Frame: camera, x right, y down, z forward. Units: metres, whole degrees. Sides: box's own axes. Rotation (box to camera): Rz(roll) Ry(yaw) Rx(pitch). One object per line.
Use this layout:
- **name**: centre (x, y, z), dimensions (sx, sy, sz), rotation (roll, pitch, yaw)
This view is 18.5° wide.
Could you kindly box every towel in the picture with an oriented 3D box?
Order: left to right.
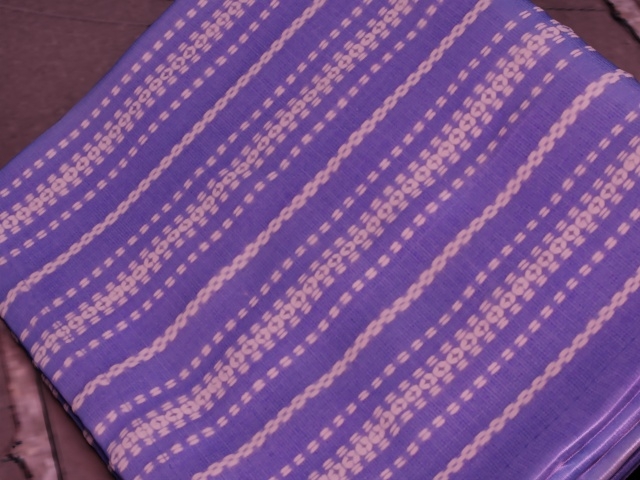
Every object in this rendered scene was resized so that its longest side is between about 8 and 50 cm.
- **towel**: centre (0.000, 0.000, 0.732), dimensions (0.243, 0.040, 0.336), rotation (-45, 46, 1)

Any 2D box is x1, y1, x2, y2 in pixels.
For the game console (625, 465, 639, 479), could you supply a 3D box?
- **game console**: centre (0.117, 0.050, 0.729), dimensions (0.107, 0.071, 0.122), rotation (-27, 45, -27)
